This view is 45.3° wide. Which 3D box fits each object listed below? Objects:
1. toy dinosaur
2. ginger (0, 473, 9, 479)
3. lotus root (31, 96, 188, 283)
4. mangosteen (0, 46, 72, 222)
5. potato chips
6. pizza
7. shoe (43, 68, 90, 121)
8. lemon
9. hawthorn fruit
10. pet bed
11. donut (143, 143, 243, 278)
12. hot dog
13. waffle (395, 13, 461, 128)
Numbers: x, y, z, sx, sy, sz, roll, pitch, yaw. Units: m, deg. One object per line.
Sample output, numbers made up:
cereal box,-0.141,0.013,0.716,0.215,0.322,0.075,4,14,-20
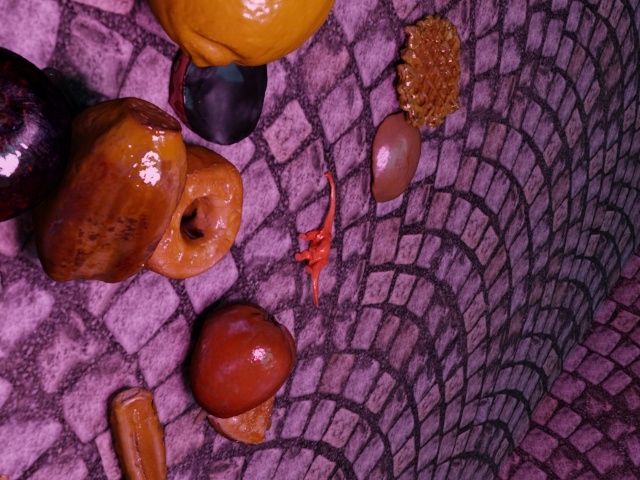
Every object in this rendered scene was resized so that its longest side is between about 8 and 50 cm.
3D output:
toy dinosaur,-0.005,-0.002,1.582,0.101,0.055,0.279,-19,121,-58
ginger,-0.476,0.431,1.180,0.096,0.067,0.165,-51,128,-23
lotus root,-0.281,-0.072,1.019,0.193,0.193,0.291,-21,157,-46
mangosteen,-0.401,-0.122,0.885,0.216,0.216,0.216,-28,129,-42
potato chips,0.180,-0.181,1.723,0.195,0.062,0.208,41,71,-55
pizza,-0.138,0.322,1.574,0.195,0.052,0.185,-54,135,-12
shoe,-0.336,-0.166,1.063,0.062,0.053,0.159,-53,139,-26
lemon,-0.106,-0.388,1.053,0.297,0.297,0.297,-28,129,-42
hawthorn fruit,-0.158,0.237,1.400,0.251,0.199,0.199,-57,144,2
pet bed,-0.159,-0.252,1.247,0.201,0.053,0.201,-30,131,-42
donut,-0.222,-0.048,1.220,0.226,0.114,0.226,-31,132,-42
hot dog,-0.317,0.372,1.355,0.083,0.068,0.289,-15,126,-22
waffle,0.246,-0.373,1.699,0.254,0.052,0.245,-25,116,-46
